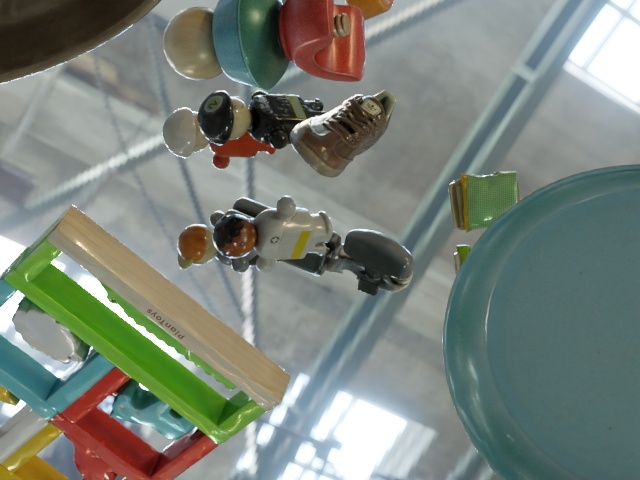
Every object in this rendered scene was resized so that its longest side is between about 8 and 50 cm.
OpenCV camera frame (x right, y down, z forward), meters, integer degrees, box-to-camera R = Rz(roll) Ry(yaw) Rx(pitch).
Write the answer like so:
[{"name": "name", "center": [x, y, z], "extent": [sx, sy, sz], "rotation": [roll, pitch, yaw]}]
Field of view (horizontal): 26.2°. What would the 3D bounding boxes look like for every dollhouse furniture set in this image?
[{"name": "dollhouse furniture set", "center": [0.181, 0.001, 1.490], "extent": [0.058, 0.076, 0.151], "rotation": [-24, 107, -74]}]

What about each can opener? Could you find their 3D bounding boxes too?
[{"name": "can opener", "center": [0.000, 0.000, 1.879], "extent": [0.074, 0.280, 0.093], "rotation": [-50, 153, -53]}]

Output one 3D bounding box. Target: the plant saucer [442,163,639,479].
[{"name": "plant saucer", "center": [0.251, 0.088, 1.038], "extent": [0.317, 0.317, 0.044], "rotation": [-46, 179, 30]}]

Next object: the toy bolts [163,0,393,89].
[{"name": "toy bolts", "center": [-0.042, -0.219, 1.153], "extent": [0.159, 0.218, 0.228], "rotation": [-4, -115, 18]}]

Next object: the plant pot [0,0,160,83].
[{"name": "plant pot", "center": [-0.257, -0.262, 0.988], "extent": [0.263, 0.263, 0.229], "rotation": [-33, -103, 45]}]

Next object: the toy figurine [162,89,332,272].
[{"name": "toy figurine", "center": [-0.091, -0.066, 1.585], "extent": [0.213, 0.148, 0.209], "rotation": [178, -89, -64]}]

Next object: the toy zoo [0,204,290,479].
[{"name": "toy zoo", "center": [-0.184, 0.115, 0.986], "extent": [0.293, 0.192, 0.030], "rotation": [-39, -162, 37]}]

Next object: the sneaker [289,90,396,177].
[{"name": "sneaker", "center": [0.026, -0.119, 1.391], "extent": [0.071, 0.066, 0.188], "rotation": [-48, 178, 21]}]

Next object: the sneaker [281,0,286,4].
[{"name": "sneaker", "center": [-0.099, -0.338, 1.393], "extent": [0.102, 0.282, 0.161], "rotation": [-22, -102, 19]}]
